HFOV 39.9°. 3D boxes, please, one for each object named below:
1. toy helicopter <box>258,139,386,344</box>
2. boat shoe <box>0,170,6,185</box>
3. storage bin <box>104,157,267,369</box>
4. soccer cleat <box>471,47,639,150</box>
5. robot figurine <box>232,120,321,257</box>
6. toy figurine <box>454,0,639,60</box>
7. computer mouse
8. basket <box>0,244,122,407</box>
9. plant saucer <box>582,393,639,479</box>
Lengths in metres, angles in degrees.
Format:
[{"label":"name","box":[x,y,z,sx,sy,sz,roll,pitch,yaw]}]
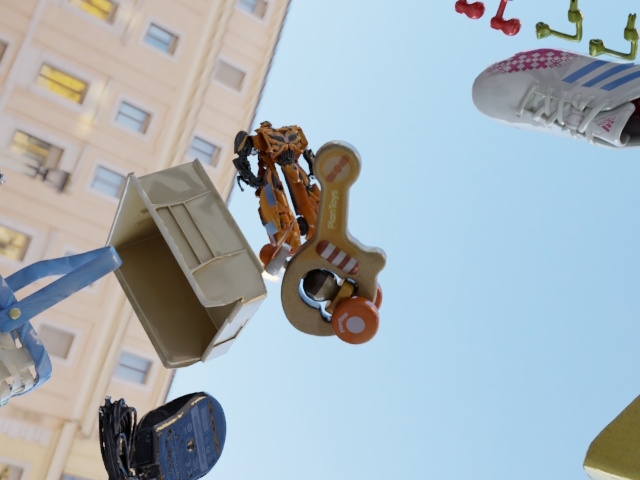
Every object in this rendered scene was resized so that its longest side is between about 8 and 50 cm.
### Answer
[{"label":"toy helicopter","box":[0.000,0.000,1.518,0.140,0.235,0.355,-70,166,-69]},{"label":"boat shoe","box":[-0.418,-0.077,0.934,0.206,0.065,0.075,5,-148,34]},{"label":"storage bin","box":[-0.224,0.048,1.431,0.260,0.123,0.262,59,-33,15]},{"label":"soccer cleat","box":[0.349,-0.183,1.164,0.331,0.116,0.143,5,-142,27]},{"label":"robot figurine","box":[-0.063,-0.114,1.798,0.085,0.211,0.291,-26,-100,48]},{"label":"toy figurine","box":[0.202,-0.296,0.973,0.217,0.362,0.191,-48,159,-52]},{"label":"computer mouse","box":[-0.223,0.282,1.212,0.072,0.272,0.188,-6,-88,23]},{"label":"basket","box":[-0.402,0.092,1.038,0.255,0.201,0.289,-12,-158,50]},{"label":"plant saucer","box":[0.470,0.230,0.934,0.333,0.333,0.081,-41,-149,-9]}]
